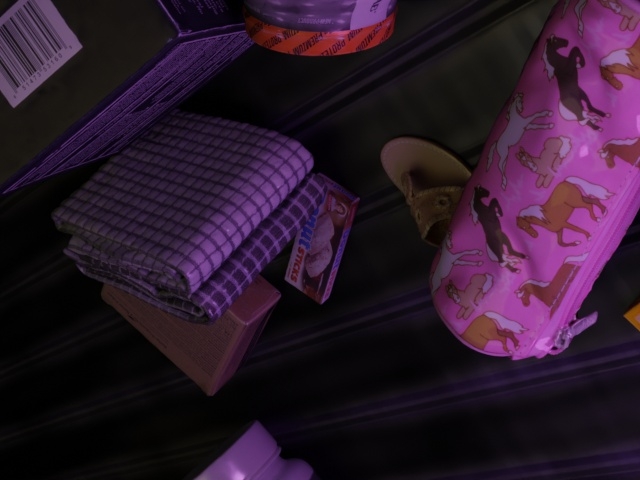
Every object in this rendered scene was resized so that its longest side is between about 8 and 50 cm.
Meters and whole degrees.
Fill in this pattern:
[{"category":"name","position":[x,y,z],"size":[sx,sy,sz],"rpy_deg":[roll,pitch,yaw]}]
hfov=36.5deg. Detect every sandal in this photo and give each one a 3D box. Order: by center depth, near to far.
[{"category":"sandal","position":[0.146,-0.022,1.063],"size":[0.240,0.079,0.088],"rpy_deg":[41,135,11]}]

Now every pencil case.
[{"category":"pencil case","position":[0.231,-0.070,0.878],"size":[0.167,0.160,0.386],"rpy_deg":[25,124,9]}]

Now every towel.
[{"category":"towel","position":[-0.162,-0.031,1.181],"size":[0.283,0.235,0.121],"rpy_deg":[16,145,41]}]

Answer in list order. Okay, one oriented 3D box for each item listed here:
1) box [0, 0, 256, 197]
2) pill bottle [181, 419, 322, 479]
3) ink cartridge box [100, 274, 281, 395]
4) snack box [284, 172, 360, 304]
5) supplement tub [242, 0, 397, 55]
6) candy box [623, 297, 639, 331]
[{"category":"box","position":[-0.239,-0.213,1.037],"size":[0.296,0.294,0.183],"rpy_deg":[-34,92,22]},{"category":"pill bottle","position":[-0.044,0.459,1.446],"size":[0.361,0.204,0.204],"rpy_deg":[50,136,1]},{"category":"ink cartridge box","position":[-0.192,0.079,1.401],"size":[0.234,0.088,0.193],"rpy_deg":[40,137,10]},{"category":"snack box","position":[0.000,0.000,1.238],"size":[0.064,0.022,0.178],"rpy_deg":[34,134,20]},{"category":"supplement tub","position":[-0.002,-0.345,0.890],"size":[0.193,0.193,0.316],"rpy_deg":[19,128,29]},{"category":"candy box","position":[0.415,0.117,0.973],"size":[0.206,0.027,0.105],"rpy_deg":[44,139,7]}]
